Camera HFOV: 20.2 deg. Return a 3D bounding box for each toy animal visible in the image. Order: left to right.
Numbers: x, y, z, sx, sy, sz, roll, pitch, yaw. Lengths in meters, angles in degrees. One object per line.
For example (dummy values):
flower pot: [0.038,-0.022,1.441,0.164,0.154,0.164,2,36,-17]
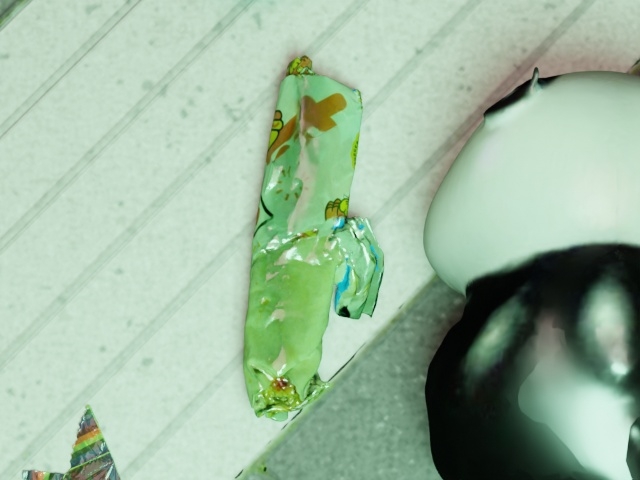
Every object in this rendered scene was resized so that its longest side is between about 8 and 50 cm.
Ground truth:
toy animal: [0.200,0.030,1.303,0.251,0.251,0.309,2,86,2]

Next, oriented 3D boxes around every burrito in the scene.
burrito: [0.000,0.000,1.398,0.104,0.054,0.288,8,78,1]

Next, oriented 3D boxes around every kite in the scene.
kite: [-0.186,0.189,1.388,0.090,0.004,0.122,17,80,5]
